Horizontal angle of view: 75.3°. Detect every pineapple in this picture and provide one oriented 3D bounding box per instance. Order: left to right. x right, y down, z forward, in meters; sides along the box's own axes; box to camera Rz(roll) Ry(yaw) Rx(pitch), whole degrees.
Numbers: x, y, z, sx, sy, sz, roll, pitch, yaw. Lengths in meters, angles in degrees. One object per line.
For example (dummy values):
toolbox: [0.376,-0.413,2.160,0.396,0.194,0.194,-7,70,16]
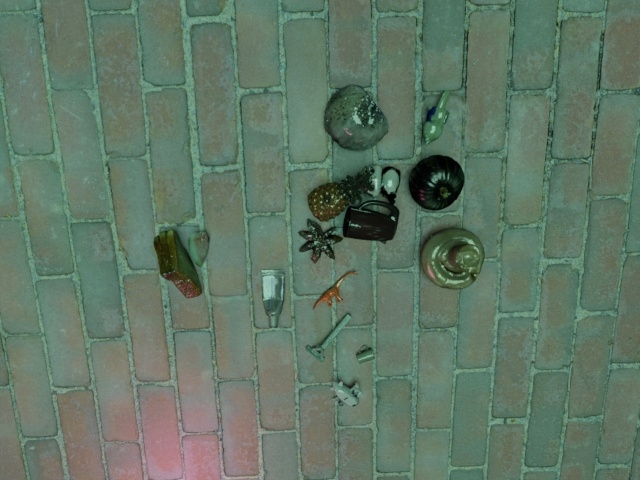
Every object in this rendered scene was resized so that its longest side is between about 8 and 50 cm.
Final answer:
pineapple: [0.106,-0.208,1.794,0.340,0.169,0.169,-28,102,30]

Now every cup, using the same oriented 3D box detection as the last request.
cup: [0.220,0.566,2.057,0.083,0.054,0.074,-21,102,5]

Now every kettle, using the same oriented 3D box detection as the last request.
kettle: [0.234,-0.089,1.883,0.232,0.144,0.202,9,110,-9]

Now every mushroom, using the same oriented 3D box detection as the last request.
mushroom: [0.607,0.091,1.852,0.293,0.290,0.292,0,97,-1]

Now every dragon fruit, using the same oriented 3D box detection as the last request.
dragon fruit: [0.139,-0.503,1.762,0.204,0.221,0.283,-42,102,1]

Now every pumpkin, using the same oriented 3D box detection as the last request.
pumpkin: [0.514,-0.247,1.826,0.250,0.216,0.249,-4,128,-5]

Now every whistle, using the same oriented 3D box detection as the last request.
whistle: [0.509,-0.538,1.823,0.092,0.110,0.244,24,104,29]

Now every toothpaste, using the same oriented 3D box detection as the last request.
toothpaste: [-0.225,0.280,1.990,0.099,0.068,0.282,-3,96,-29]

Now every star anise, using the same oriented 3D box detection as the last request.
star anise: [-0.009,0.014,1.931,0.212,0.073,0.196,15,98,-2]

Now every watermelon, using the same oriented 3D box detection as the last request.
watermelon: [-0.568,0.034,1.927,0.094,0.081,0.180,4,118,-18]

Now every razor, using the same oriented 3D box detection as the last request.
razor: [0.054,0.469,2.032,0.111,0.056,0.278,39,98,-7]

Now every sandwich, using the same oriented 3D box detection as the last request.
sandwich: [-0.653,0.106,1.913,0.100,0.288,0.254,-24,57,-3]

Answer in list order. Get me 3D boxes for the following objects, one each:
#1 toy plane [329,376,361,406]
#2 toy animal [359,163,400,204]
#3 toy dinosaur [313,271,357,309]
toy plane: [0.126,0.766,2.083,0.174,0.080,0.174,5,115,10]
toy animal: [0.257,-0.253,1.851,0.179,0.138,0.166,8,85,-8]
toy dinosaur: [0.072,0.253,1.989,0.280,0.055,0.101,-33,78,7]
